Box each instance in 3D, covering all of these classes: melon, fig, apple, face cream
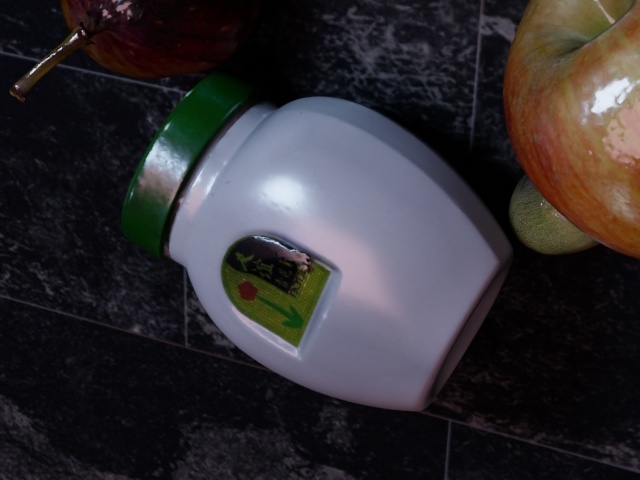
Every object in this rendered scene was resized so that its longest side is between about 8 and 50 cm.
[{"bbox_3d":[0.256,-0.044,1.640,0.162,0.099,0.099,-28,102,32],"label":"melon"},{"bbox_3d":[-0.178,-0.240,1.659,0.203,0.249,0.186,12,111,20],"label":"fig"},{"bbox_3d":[0.311,-0.120,1.460,0.301,0.301,0.302,12,122,21],"label":"apple"},{"bbox_3d":[0.000,0.000,1.720,0.357,0.219,0.312,32,128,12],"label":"face cream"}]
